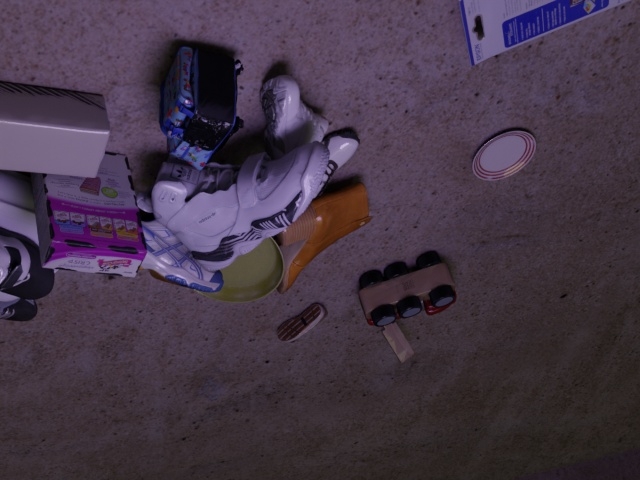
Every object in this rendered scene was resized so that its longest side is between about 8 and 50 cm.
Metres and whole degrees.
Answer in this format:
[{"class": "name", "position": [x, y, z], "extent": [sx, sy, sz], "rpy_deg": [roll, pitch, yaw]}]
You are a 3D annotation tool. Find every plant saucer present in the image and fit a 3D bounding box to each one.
[{"class": "plant saucer", "position": [-0.187, 0.027, 1.805], "extent": [0.240, 0.037, 0.241], "rpy_deg": [6, 132, 7]}]

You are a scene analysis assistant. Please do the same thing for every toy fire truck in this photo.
[{"class": "toy fire truck", "position": [0.213, 0.169, 2.152], "extent": [0.217, 0.159, 0.246], "rpy_deg": [-19, 155, -2]}]

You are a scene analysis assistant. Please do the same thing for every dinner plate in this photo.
[{"class": "dinner plate", "position": [0.379, -0.179, 1.882], "extent": [0.141, 0.017, 0.141], "rpy_deg": [-12, 143, -9]}]

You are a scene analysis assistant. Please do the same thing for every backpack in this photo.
[{"class": "backpack", "position": [-0.206, -0.208, 1.479], "extent": [0.116, 0.158, 0.173], "rpy_deg": [13, 145, -24]}]

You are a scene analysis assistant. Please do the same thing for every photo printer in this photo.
[{"class": "photo printer", "position": [-0.581, -0.015, 1.579], "extent": [0.307, 0.107, 0.256], "rpy_deg": [22, 126, -42]}]

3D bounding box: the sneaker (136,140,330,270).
[{"class": "sneaker", "position": [-0.162, -0.094, 1.574], "extent": [0.210, 0.137, 0.365], "rpy_deg": [36, 131, -23]}]

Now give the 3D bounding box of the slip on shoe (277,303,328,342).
[{"class": "slip on shoe", "position": [-0.041, 0.198, 2.142], "extent": [0.135, 0.051, 0.041], "rpy_deg": [-40, 151, 16]}]

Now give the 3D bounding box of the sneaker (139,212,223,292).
[{"class": "sneaker", "position": [-0.292, 0.010, 1.714], "extent": [0.296, 0.131, 0.111], "rpy_deg": [25, 166, -40]}]

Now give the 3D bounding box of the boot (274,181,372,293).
[{"class": "boot", "position": [0.000, -0.001, 1.871], "extent": [0.211, 0.104, 0.295], "rpy_deg": [-21, 156, -18]}]

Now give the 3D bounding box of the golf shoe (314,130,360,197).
[{"class": "golf shoe", "position": [-0.001, -0.126, 1.715], "extent": [0.198, 0.094, 0.077], "rpy_deg": [-34, 140, 15]}]

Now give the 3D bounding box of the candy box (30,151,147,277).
[{"class": "candy box", "position": [-0.390, -0.053, 1.512], "extent": [0.159, 0.233, 0.071], "rpy_deg": [9, 134, -31]}]

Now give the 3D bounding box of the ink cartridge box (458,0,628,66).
[{"class": "ink cartridge box", "position": [0.386, -0.430, 1.533], "extent": [0.332, 0.065, 0.165], "rpy_deg": [-22, 143, 1]}]

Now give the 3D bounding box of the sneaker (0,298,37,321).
[{"class": "sneaker", "position": [-0.647, 0.151, 1.735], "extent": [0.228, 0.132, 0.086], "rpy_deg": [23, 126, -42]}]

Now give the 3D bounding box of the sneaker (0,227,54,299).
[{"class": "sneaker", "position": [-0.547, 0.043, 1.460], "extent": [0.122, 0.146, 0.330], "rpy_deg": [-29, 144, 8]}]

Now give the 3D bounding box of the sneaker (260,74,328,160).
[{"class": "sneaker", "position": [-0.042, -0.216, 1.603], "extent": [0.115, 0.090, 0.232], "rpy_deg": [-18, 153, -13]}]

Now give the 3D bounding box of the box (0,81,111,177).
[{"class": "box", "position": [-0.482, -0.179, 1.430], "extent": [0.275, 0.094, 0.113], "rpy_deg": [5, 137, -29]}]
